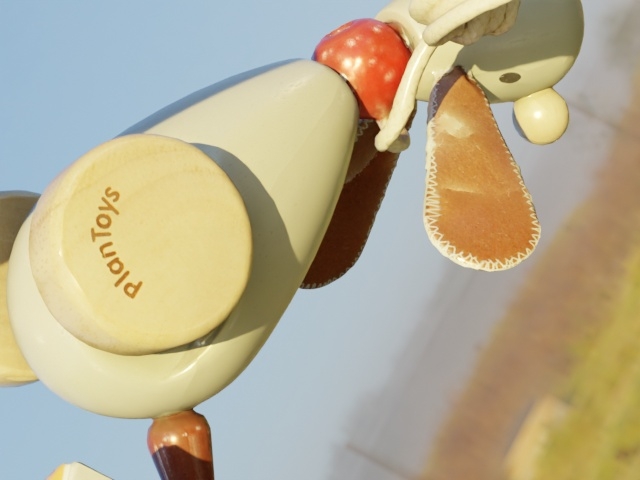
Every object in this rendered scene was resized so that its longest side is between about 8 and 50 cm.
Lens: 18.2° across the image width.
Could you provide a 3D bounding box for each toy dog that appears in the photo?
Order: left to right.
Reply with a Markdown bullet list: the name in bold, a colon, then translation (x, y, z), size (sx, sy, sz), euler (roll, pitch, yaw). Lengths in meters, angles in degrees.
- **toy dog**: translation (0.000, 0.000, 0.847), size (0.334, 0.161, 0.220), euler (-27, 7, -9)

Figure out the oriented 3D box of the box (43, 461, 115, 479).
- **box**: translation (-0.132, 0.282, 0.756), size (0.345, 0.168, 0.215), euler (-44, 27, 33)
